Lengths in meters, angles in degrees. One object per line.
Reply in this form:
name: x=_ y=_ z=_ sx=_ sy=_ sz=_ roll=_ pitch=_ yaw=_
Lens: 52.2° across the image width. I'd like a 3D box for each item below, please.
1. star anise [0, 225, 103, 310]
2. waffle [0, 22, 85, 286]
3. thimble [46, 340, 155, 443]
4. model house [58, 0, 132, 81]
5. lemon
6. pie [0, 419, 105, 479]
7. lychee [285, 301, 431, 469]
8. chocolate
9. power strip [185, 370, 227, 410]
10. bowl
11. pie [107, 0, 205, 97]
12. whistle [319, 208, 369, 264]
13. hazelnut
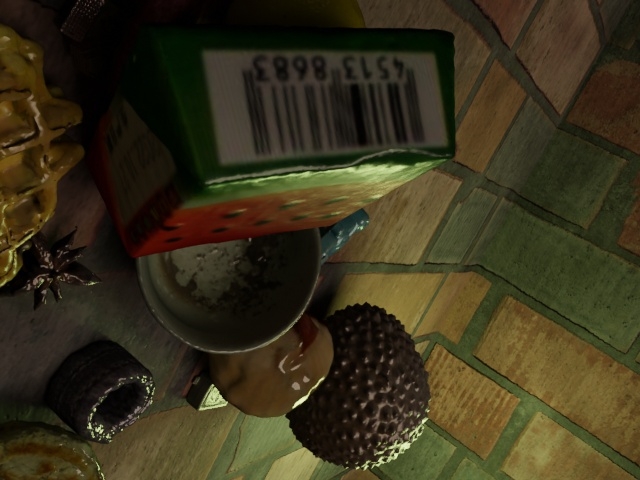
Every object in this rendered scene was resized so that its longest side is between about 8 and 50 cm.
star anise: x=-0.342 y=0.039 z=0.851 sx=0.129 sy=0.056 sz=0.124 roll=25 pitch=94 yaw=-48
waffle: x=-0.410 y=-0.047 z=0.620 sx=0.382 sy=0.095 sz=0.379 roll=-58 pitch=155 yaw=8
thimble: x=-0.346 y=0.241 z=1.038 sx=0.150 sy=0.098 sz=0.150 roll=-41 pitch=149 yaw=-31
model house: x=-0.252 y=-0.228 z=0.715 sx=0.083 sy=0.057 sz=0.058 roll=-57 pitch=161 yaw=2
lemon: x=-0.042 y=-0.272 z=0.885 sx=0.248 sy=0.184 sz=0.184 roll=-39 pitch=149 yaw=-24
pie: x=-0.414 y=0.336 z=0.975 sx=0.248 sy=0.201 sz=0.090 roll=103 pitch=-6 yaw=-49
lychee: x=0.092 y=0.369 z=1.652 sx=0.380 sy=0.380 sz=0.432 roll=-21 pitch=111 yaw=-50
chocolate: x=-0.060 y=-0.108 z=0.772 sx=0.360 sy=0.161 sz=0.341 roll=-9 pitch=170 yaw=-30
power strip: x=-0.217 y=0.320 z=1.410 sx=0.075 sy=0.042 sz=0.175 roll=-62 pitch=154 yaw=7
bowl: x=-0.156 y=0.020 z=1.010 sx=0.289 sy=0.146 sz=0.289 roll=-1 pitch=93 yaw=-27
pie: x=-0.186 y=-0.234 z=0.743 sx=0.182 sy=0.049 sz=0.182 roll=-55 pitch=-168 yaw=18
whistle: x=0.000 y=0.000 z=1.372 sx=0.274 sy=0.093 sz=0.186 roll=-43 pitch=178 yaw=-19
hazelnut: x=-0.110 y=0.228 z=1.323 sx=0.261 sy=0.241 sz=0.261 roll=-10 pitch=110 yaw=-30
